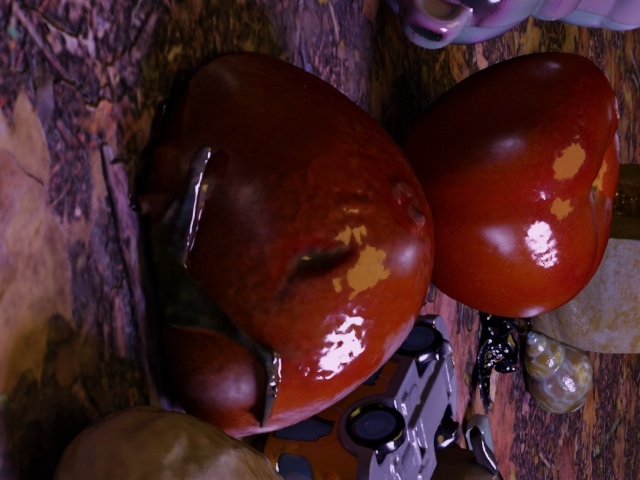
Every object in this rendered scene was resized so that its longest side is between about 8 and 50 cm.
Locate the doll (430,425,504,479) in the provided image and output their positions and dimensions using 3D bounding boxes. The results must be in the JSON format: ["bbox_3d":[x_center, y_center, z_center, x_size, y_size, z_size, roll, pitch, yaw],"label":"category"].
[{"bbox_3d":[0.152,0.327,1.241,0.330,0.174,0.235,63,30,-44],"label":"doll"}]

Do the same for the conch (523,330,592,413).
[{"bbox_3d":[0.360,0.206,1.784,0.173,0.106,0.116,30,73,-74],"label":"conch"}]

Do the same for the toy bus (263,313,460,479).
[{"bbox_3d":[0.034,0.160,1.011,0.209,0.136,0.126,-59,144,-46],"label":"toy bus"}]

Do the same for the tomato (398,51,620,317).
[{"bbox_3d":[0.193,-0.060,1.244,0.298,0.226,0.298,7,90,-71],"label":"tomato"}]

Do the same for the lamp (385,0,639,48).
[{"bbox_3d":[0.190,-0.290,1.188,0.247,0.301,0.247,128,-42,-62],"label":"lamp"}]

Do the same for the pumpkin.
[{"bbox_3d":[0.415,0.025,1.653,0.332,0.332,0.199,-38,139,-59],"label":"pumpkin"}]

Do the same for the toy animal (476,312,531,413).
[{"bbox_3d":[0.245,0.138,1.587,0.220,0.062,0.108,-64,164,-44],"label":"toy animal"}]

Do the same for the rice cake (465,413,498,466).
[{"bbox_3d":[0.220,0.301,1.557,0.042,0.030,0.180,-63,146,-47],"label":"rice cake"}]

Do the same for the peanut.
[{"bbox_3d":[-0.087,0.183,0.766,0.224,0.129,0.129,42,54,-59],"label":"peanut"}]

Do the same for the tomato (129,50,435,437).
[{"bbox_3d":[0.003,0.001,0.895,0.309,0.170,0.309,3,90,-65],"label":"tomato"}]

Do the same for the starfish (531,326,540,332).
[{"bbox_3d":[0.375,0.041,1.863,0.231,0.048,0.295,22,74,-64],"label":"starfish"}]
